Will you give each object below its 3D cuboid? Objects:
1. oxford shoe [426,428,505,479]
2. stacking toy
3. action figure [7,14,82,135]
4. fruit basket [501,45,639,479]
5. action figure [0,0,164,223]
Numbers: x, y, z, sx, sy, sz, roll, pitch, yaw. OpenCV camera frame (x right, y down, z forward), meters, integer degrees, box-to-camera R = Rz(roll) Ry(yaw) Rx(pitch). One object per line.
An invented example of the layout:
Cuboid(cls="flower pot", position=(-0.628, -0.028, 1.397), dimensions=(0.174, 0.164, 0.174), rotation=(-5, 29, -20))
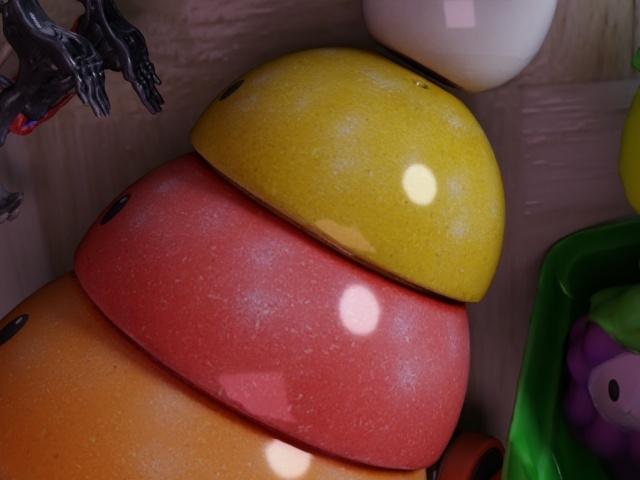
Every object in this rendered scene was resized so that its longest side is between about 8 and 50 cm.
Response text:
Cuboid(cls="oxford shoe", position=(0.099, 0.250, 0.904), dimensions=(0.098, 0.097, 0.271), rotation=(16, 128, 32))
Cuboid(cls="stacking toy", position=(0.000, 0.000, 0.701), dimensions=(0.351, 0.350, 0.479), rotation=(28, 96, -10))
Cuboid(cls="action figure", position=(-0.191, -0.107, 0.760), dimensions=(0.115, 0.030, 0.038), rotation=(-37, 104, 25))
Cuboid(cls="fruit basket", position=(0.282, 0.022, 0.641), dimensions=(0.392, 0.282, 0.392), rotation=(11, 137, 11))
Cuboid(cls="action figure", position=(-0.248, -0.065, 0.694), dimensions=(0.276, 0.164, 0.140), rotation=(-16, 100, 17))
